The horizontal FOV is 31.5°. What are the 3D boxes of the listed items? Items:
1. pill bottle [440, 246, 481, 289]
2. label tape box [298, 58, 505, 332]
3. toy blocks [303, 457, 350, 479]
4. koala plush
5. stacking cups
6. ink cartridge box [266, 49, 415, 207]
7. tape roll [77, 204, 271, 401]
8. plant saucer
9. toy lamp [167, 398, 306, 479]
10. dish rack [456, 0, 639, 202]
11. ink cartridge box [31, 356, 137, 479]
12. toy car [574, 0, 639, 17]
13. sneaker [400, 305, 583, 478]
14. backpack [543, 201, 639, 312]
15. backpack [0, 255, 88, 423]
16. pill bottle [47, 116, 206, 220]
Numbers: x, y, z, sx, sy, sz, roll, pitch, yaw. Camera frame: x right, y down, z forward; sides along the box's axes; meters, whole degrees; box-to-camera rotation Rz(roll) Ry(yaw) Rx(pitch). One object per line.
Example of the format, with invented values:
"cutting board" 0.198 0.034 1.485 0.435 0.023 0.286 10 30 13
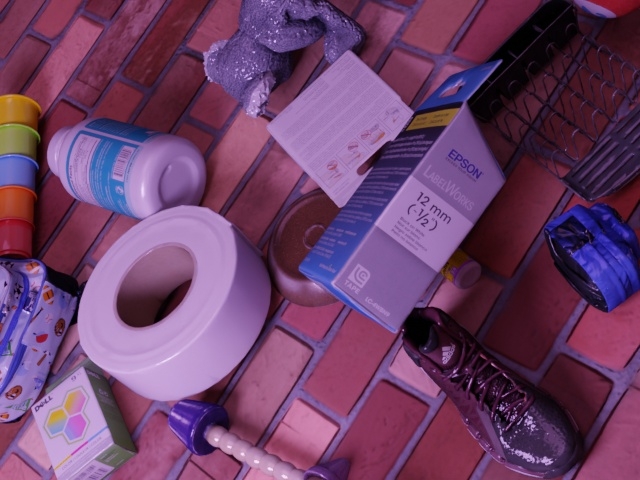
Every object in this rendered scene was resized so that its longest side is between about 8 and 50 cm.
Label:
"pill bottle" 0.176 0.027 1.541 0.043 0.043 0.083 -48 52 0
"label tape box" 0.131 -0.060 1.489 0.347 0.115 0.249 -52 10 -4
"toy blocks" 0.077 0.421 1.322 0.289 0.309 0.260 27 48 25
"koala plush" -0.086 -0.313 1.793 0.221 0.203 0.196 -52 51 12
"stacking cups" -0.546 -0.104 1.998 0.096 0.096 0.316 -17 58 22
"ink cartridge box" 0.045 -0.161 1.707 0.181 0.056 0.224 -42 54 2
"tape roll" -0.216 0.089 1.679 0.286 0.100 0.286 -19 49 23
"plant saucer" 0.000 0.000 1.664 0.199 0.036 0.198 -13 61 25
"toy lamp" -0.098 0.287 1.549 0.275 0.080 0.080 20 77 33
"dish rack" 0.343 -0.186 1.535 0.208 0.074 0.271 -46 52 3
"ink cartridge box" -0.368 0.266 1.724 0.109 0.062 0.209 -38 52 9
"toy car" 0.455 -0.311 1.486 0.210 0.219 0.238 -28 84 10
"sneaker" 0.185 0.175 1.385 0.106 0.162 0.281 -50 52 -1
"backpack" 0.348 0.020 1.411 0.101 0.098 0.120 -36 52 5
"backpack" -0.536 0.151 1.803 0.277 0.213 0.263 6 80 29
"pill bottle" -0.323 -0.119 1.843 0.264 0.146 0.146 17 76 36
